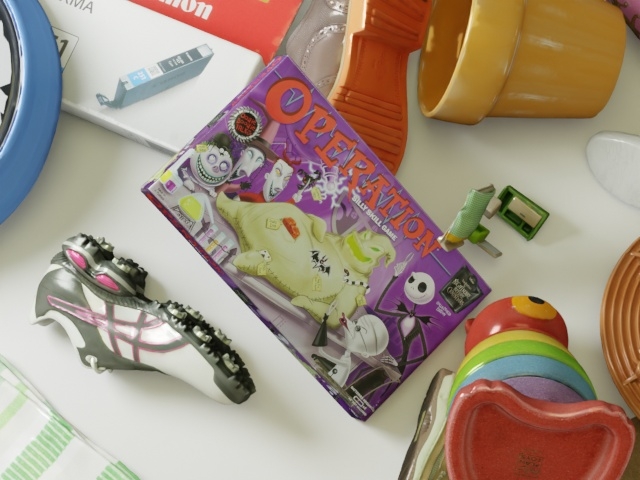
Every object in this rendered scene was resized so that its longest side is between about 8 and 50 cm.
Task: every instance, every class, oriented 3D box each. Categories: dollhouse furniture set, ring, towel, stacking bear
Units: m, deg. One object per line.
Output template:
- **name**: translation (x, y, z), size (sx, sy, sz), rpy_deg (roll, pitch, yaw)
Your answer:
- **dollhouse furniture set**: translation (0.190, -0.018, 1.868), size (0.058, 0.151, 0.076), rpy_deg (39, 112, 15)
- **ring**: translation (0.467, 0.097, 1.838), size (0.336, 0.032, 0.337), rpy_deg (1, 58, -2)
- **towel**: translation (-0.328, 0.296, 1.840), size (0.325, 0.038, 0.248), rpy_deg (38, 79, 12)
- **stacking bear**: translation (0.205, 0.155, 1.755), size (0.175, 0.289, 0.164), rpy_deg (11, 116, -2)

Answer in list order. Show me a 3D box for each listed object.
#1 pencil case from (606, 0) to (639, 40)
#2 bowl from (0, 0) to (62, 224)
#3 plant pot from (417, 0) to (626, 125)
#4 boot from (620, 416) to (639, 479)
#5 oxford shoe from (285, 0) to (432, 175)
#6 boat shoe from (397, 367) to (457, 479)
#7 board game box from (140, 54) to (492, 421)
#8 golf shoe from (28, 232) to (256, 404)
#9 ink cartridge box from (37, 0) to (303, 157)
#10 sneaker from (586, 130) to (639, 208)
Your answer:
- **pencil case**: translation (0.403, -0.314, 1.942), size (0.167, 0.160, 0.386), rpy_deg (-32, 73, -28)
- **bowl**: translation (-0.483, -0.163, 1.925), size (0.391, 0.077, 0.391), rpy_deg (-3, 77, 12)
- **plant pot**: translation (0.227, -0.217, 1.908), size (0.188, 0.205, 0.205), rpy_deg (12, 73, -10)
- **boot**: translation (0.309, 0.248, 1.814), size (0.305, 0.112, 0.115), rpy_deg (-5, 56, -6)
- **oxford shoe**: translation (0.020, -0.159, 1.944), size (0.132, 0.130, 0.364), rpy_deg (11, 81, 47)
- **boat shoe**: translation (0.130, 0.232, 1.834), size (0.072, 0.068, 0.190), rpy_deg (22, 74, -4)
- **board game box**: translation (0.000, 0.000, 1.835), size (0.208, 0.056, 0.347), rpy_deg (-47, 105, -15)
- **golf shoe**: translation (-0.191, 0.108, 1.874), size (0.273, 0.105, 0.120), rpy_deg (37, 93, 17)
- **ink cartridge box**: translation (-0.193, -0.248, 1.964), size (0.296, 0.066, 0.261), rpy_deg (23, 81, 13)
- **sneaker**: translation (0.403, -0.078, 1.921), size (0.212, 0.080, 0.094), rpy_deg (22, 42, 22)
